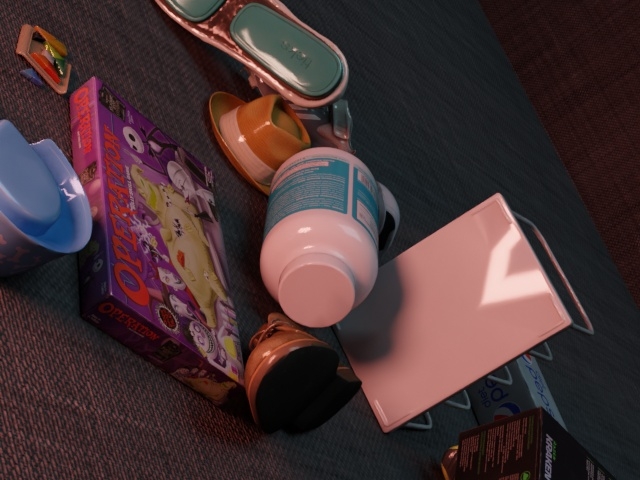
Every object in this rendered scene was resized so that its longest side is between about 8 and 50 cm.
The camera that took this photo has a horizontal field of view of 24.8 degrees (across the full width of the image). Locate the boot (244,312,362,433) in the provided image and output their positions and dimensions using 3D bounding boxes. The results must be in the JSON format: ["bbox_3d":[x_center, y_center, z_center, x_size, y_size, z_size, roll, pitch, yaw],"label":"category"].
[{"bbox_3d":[-0.043,0.132,1.559,0.115,0.112,0.305,48,0,15],"label":"boot"}]

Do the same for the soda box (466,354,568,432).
[{"bbox_3d":[0.283,0.231,2.183,0.091,0.098,0.286,29,32,-49],"label":"soda box"}]

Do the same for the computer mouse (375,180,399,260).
[{"bbox_3d":[0.080,-0.006,2.008,0.042,0.193,0.106,-6,52,-16],"label":"computer mouse"}]

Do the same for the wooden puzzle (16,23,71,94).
[{"bbox_3d":[-0.308,-0.205,1.629,0.078,0.014,0.116,41,25,-35],"label":"wooden puzzle"}]

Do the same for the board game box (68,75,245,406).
[{"bbox_3d":[-0.179,-0.005,1.570,0.208,0.056,0.347,34,29,-37],"label":"board game box"}]

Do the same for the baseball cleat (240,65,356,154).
[{"bbox_3d":[-0.023,-0.200,2.138,0.206,0.109,0.072,55,9,-14],"label":"baseball cleat"}]

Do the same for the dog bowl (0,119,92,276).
[{"bbox_3d":[-0.331,-0.091,1.311,0.297,0.074,0.166,51,20,-11],"label":"dog bowl"}]

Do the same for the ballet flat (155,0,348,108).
[{"bbox_3d":[-0.125,-0.321,2.054,0.400,0.139,0.139,42,19,5],"label":"ballet flat"}]

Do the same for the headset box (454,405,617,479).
[{"bbox_3d":[0.293,0.394,1.818,0.283,0.131,0.246,44,39,-30],"label":"headset box"}]

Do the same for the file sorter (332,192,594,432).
[{"bbox_3d":[0.187,0.107,1.905,0.173,0.277,0.193,24,37,-63],"label":"file sorter"}]

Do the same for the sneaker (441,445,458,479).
[{"bbox_3d":[0.229,0.325,1.968,0.208,0.081,0.094,32,0,-33],"label":"sneaker"}]

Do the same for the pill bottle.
[{"bbox_3d":[0.000,0.000,1.822,0.146,0.146,0.264,48,21,-21],"label":"pill bottle"}]

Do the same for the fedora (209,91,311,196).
[{"bbox_3d":[-0.070,-0.143,1.985,0.194,0.079,0.194,46,23,-25],"label":"fedora"}]
